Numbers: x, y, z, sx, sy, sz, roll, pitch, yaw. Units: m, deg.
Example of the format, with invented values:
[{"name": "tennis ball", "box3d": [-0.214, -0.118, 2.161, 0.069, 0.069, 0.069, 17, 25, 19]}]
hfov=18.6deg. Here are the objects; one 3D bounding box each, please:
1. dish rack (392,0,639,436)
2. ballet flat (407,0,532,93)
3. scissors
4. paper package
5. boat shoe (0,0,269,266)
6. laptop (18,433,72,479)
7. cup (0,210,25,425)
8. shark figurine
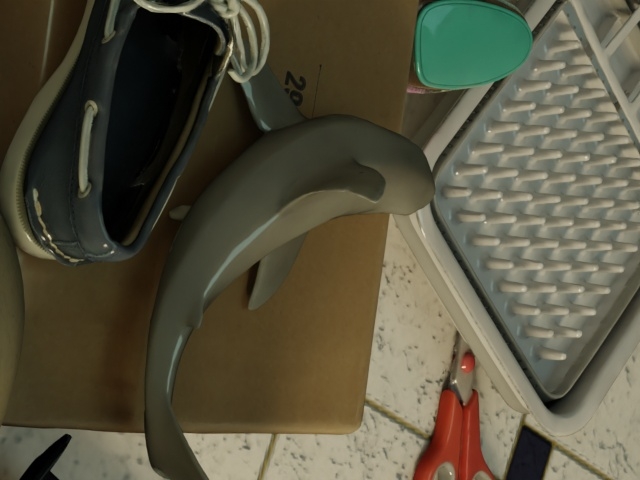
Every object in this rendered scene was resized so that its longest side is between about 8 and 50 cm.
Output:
[{"name": "dish rack", "box3d": [0.183, -0.047, 1.515, 0.333, 0.072, 0.285, -53, 126, -31]}, {"name": "ballet flat", "box3d": [0.045, -0.136, 1.351, 0.221, 0.079, 0.077, -15, 116, -36]}, {"name": "scissors", "box3d": [0.104, 0.112, 1.499, 0.109, 0.021, 0.297, -12, 104, -47]}, {"name": "paper package", "box3d": [-0.108, -0.059, 1.126, 0.309, 0.168, 0.325, 8, 89, -47]}, {"name": "boat shoe", "box3d": [-0.078, -0.105, 0.971, 0.095, 0.079, 0.255, 42, 64, -41]}, {"name": "laptop", "box3d": [-0.172, 0.253, 1.095, 0.234, 0.136, 0.264, -53, 131, -18]}, {"name": "cup", "box3d": [-0.266, 0.041, 0.876, 0.237, 0.331, 0.331, -16, 108, -63]}, {"name": "shark figurine", "box3d": [-0.020, 0.003, 1.027, 0.278, 0.116, 0.166, -52, 128, -32]}]
